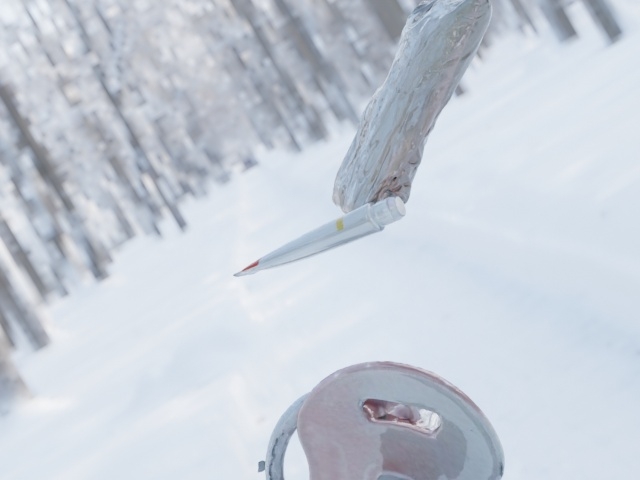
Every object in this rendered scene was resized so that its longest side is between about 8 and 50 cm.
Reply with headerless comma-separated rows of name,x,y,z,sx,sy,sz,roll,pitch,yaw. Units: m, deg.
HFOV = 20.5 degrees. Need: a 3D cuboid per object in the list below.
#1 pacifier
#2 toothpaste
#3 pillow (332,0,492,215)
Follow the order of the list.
pacifier,0.072,0.290,1.904,0.220,0.332,0.273,-4,26,-16
toothpaste,0.000,0.000,1.758,0.190,0.031,0.048,-23,-6,27
pillow,0.089,-0.138,1.819,0.270,0.067,0.173,-65,16,8
